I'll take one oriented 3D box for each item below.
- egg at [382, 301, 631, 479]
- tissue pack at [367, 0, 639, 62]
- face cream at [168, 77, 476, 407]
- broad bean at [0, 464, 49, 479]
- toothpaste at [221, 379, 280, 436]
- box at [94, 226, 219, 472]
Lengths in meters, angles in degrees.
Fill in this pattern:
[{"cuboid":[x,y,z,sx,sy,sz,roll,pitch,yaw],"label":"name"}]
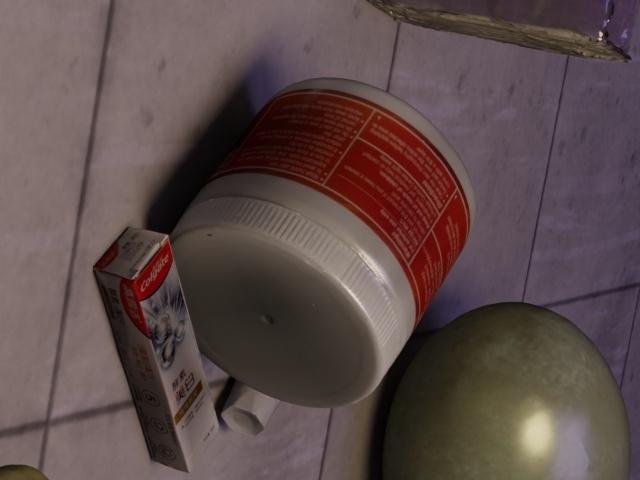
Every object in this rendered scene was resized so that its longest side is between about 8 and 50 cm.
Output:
[{"cuboid":[0.190,0.230,1.952,0.258,0.258,0.352,-47,143,-47],"label":"egg"},{"cuboid":[0.197,-0.348,1.696,0.125,0.242,0.344,16,88,-61],"label":"tissue pack"},{"cuboid":[0.000,0.000,1.503,0.187,0.201,0.201,-56,148,-37],"label":"face cream"},{"cuboid":[-0.236,0.278,1.278,0.263,0.121,0.189,-54,155,-11],"label":"broad bean"},{"cuboid":[-0.032,0.088,1.675,0.194,0.043,0.067,-62,149,-41],"label":"toothpaste"},{"cuboid":[-0.125,0.088,1.476,0.055,0.039,0.218,-54,147,-37],"label":"box"}]
